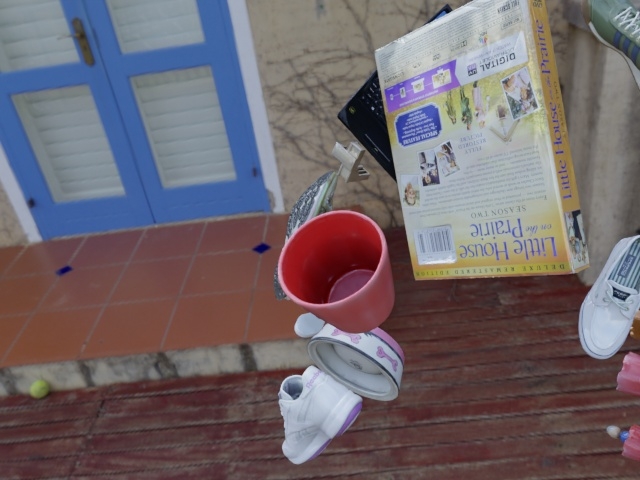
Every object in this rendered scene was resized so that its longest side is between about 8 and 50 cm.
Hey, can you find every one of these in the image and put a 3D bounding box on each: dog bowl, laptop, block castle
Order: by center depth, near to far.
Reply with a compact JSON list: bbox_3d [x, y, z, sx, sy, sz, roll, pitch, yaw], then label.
[{"bbox_3d":[0.206,-0.247,1.057,0.264,0.234,0.136,-52,16,-28],"label":"laptop"},{"bbox_3d":[0.785,0.308,1.299,0.212,0.453,0.303,17,62,39],"label":"block castle"},{"bbox_3d":[0.155,0.463,2.280,0.407,0.408,0.150,11,53,33],"label":"dog bowl"}]

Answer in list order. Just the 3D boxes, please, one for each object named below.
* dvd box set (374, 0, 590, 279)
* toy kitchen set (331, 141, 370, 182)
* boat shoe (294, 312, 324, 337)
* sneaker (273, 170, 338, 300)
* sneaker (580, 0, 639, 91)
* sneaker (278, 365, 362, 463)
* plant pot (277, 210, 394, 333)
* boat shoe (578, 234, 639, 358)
[{"bbox_3d":[0.244,-0.149,0.918,0.062,0.421,0.307,-12,2,-37],"label":"dvd box set"},{"bbox_3d":[0.074,-0.184,1.256,0.075,0.083,0.068,-13,48,-43],"label":"toy kitchen set"},{"bbox_3d":[-0.031,0.275,1.848,0.077,0.070,0.219,42,23,10],"label":"boat shoe"},{"bbox_3d":[0.000,0.000,1.635,0.158,0.181,0.411,-13,57,61],"label":"sneaker"},{"bbox_3d":[0.434,-0.269,0.755,0.064,0.192,0.086,-39,6,-1],"label":"sneaker"},{"bbox_3d":[-0.025,0.349,1.162,0.152,0.305,0.114,40,47,9],"label":"sneaker"},{"bbox_3d":[0.065,0.101,1.438,0.274,0.243,0.275,-12,53,17],"label":"plant pot"},{"bbox_3d":[0.506,0.091,0.979,0.083,0.076,0.227,17,78,17],"label":"boat shoe"}]
